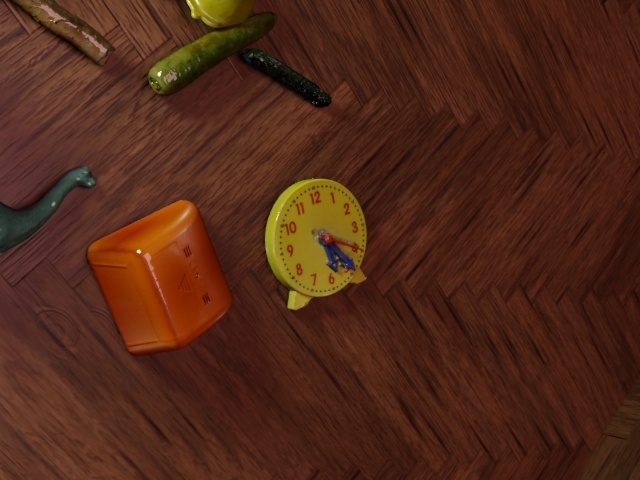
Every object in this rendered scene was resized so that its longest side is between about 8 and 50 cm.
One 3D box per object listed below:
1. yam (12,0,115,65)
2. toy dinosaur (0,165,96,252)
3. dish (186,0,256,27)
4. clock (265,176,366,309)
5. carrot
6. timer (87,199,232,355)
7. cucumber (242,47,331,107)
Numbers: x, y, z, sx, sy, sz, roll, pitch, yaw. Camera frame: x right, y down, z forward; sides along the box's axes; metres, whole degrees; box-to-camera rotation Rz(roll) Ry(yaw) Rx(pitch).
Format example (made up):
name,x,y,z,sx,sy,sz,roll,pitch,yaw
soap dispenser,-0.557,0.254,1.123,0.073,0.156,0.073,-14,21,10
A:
name,x,y,z,sx,sy,sz,roll,pitch,yaw
yam,-0.492,-0.415,1.630,0.241,0.057,0.057,36,70,-34
toy dinosaur,-0.618,-0.084,1.536,0.383,0.129,0.331,36,60,-32
dish,-0.193,-0.534,1.810,0.149,0.080,0.207,45,51,-13
clock,0.002,-0.001,2.020,0.277,0.071,0.293,-28,108,-33
carrot,-0.216,-0.410,1.835,0.358,0.074,0.074,-39,114,-31
timer,-0.300,0.073,1.773,0.250,0.161,0.257,-38,114,-47
cucumber,-0.074,-0.371,1.957,0.257,0.043,0.044,26,70,-38
